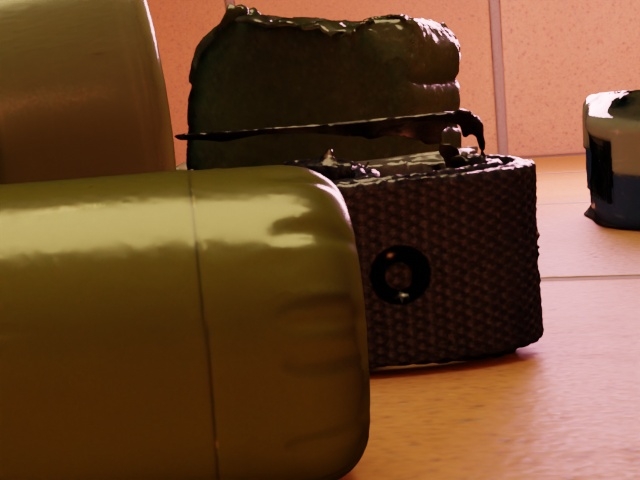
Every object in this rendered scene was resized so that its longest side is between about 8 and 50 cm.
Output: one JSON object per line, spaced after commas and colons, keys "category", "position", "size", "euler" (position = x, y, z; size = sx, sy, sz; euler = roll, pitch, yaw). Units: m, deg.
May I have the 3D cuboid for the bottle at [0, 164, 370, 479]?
{"category": "bottle", "position": [-0.118, 0.038, 0.399], "size": [0.260, 0.112, 0.112], "euler": [-5, 6, -6]}

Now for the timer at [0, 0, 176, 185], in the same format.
{"category": "timer", "position": [-0.296, -0.085, 0.940], "size": [0.315, 0.291, 0.291], "euler": [-11, 7, -16]}

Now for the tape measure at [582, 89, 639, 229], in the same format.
{"category": "tape measure", "position": [0.391, -0.089, 1.205], "size": [0.259, 0.138, 0.262], "euler": [-4, 6, 14]}

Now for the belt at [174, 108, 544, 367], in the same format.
{"category": "belt", "position": [0.000, 0.000, 0.639], "size": [0.230, 0.126, 0.139], "euler": [-4, 7, 10]}

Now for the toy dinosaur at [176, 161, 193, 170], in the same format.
{"category": "toy dinosaur", "position": [-0.203, -0.073, 1.754], "size": [0.147, 0.076, 0.363], "euler": [-13, 12, -20]}

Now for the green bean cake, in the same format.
{"category": "green bean cake", "position": [-0.002, -0.084, 0.997], "size": [0.227, 0.222, 0.125], "euler": [3, 9, 29]}
